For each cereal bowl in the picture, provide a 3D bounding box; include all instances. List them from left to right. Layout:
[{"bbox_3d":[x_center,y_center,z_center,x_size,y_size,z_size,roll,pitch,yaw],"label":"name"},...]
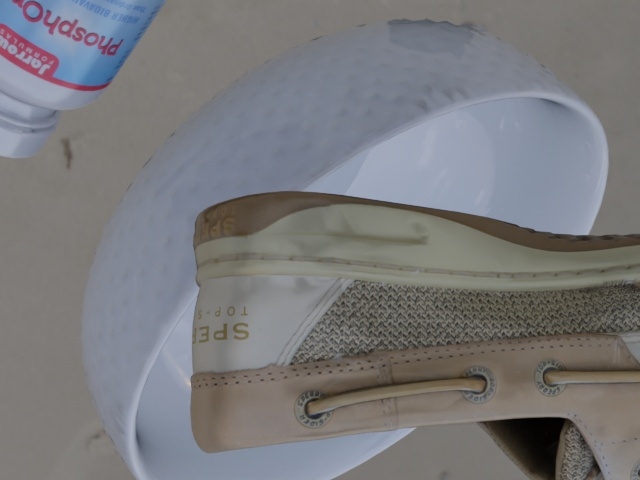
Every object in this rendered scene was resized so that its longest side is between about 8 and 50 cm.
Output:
[{"bbox_3d":[0.000,0.000,0.837,0.339,0.141,0.339,-29,149,-19],"label":"cereal bowl"}]

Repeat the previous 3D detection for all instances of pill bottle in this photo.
[{"bbox_3d":[-0.117,-0.118,0.638,0.087,0.087,0.160,25,117,-26],"label":"pill bottle"}]

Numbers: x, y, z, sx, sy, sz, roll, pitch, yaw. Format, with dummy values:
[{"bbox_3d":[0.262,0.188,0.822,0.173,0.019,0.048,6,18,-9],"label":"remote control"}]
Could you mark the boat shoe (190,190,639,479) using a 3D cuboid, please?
[{"bbox_3d":[0.108,0.056,0.600,0.341,0.121,0.110,7,77,-16],"label":"boat shoe"}]
